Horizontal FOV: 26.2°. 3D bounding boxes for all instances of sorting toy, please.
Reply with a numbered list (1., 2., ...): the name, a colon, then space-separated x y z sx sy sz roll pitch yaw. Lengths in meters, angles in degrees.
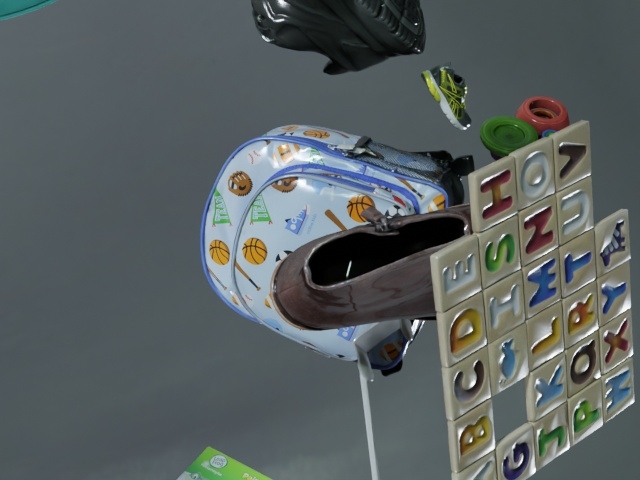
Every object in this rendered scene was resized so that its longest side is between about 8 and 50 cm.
1. sorting toy: 0.183 -0.087 1.218 0.102 0.061 0.042 -32 144 -34

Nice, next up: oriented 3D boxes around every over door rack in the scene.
1. over door rack: 0.089 0.265 1.211 0.108 0.324 0.239 -22 132 29

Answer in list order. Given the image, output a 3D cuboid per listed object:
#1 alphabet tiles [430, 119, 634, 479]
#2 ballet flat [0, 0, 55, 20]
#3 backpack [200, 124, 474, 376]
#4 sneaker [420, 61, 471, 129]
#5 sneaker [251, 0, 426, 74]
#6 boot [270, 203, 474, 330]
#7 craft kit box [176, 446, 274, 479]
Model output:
1. alphabet tiles: 0.150 0.047 0.933 0.198 0.009 0.237 -25 119 -36
2. ballet flat: -0.131 -0.226 0.828 0.280 0.096 0.095 -25 129 34
3. backpack: 0.000 0.000 1.526 0.213 0.263 0.277 -17 126 -71
4. sneaker: 0.132 -0.142 1.356 0.035 0.031 0.083 -32 132 12
5. sneaker: -0.027 -0.239 1.262 0.130 0.109 0.286 -24 134 32
6. boot: 0.088 0.014 1.038 0.248 0.090 0.207 -15 174 -12
7. craft kit box: -0.112 0.390 1.678 0.246 0.249 0.061 -44 146 -39
